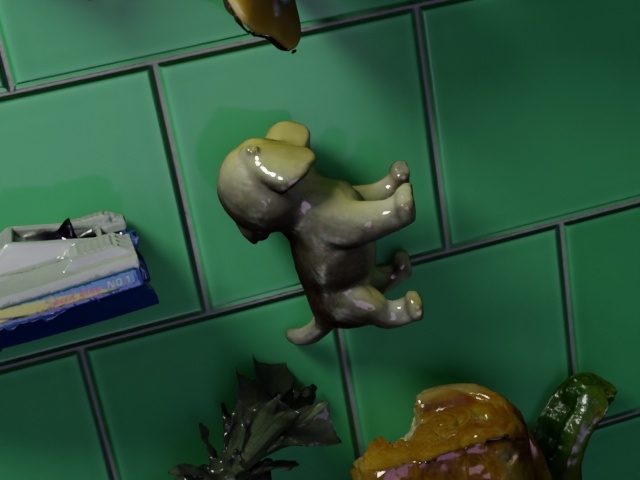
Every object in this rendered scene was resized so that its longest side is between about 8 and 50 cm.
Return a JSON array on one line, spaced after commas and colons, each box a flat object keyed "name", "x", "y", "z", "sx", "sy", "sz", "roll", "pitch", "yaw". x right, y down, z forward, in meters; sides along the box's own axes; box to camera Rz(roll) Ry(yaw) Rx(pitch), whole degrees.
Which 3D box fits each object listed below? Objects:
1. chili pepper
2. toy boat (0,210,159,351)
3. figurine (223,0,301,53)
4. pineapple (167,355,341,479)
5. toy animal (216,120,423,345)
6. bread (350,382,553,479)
[{"name": "chili pepper", "x": 0.257, "y": 0.241, "z": 1.213, "sx": 0.073, "sy": 0.072, "sz": 0.204, "roll": 14, "pitch": 107, "yaw": -10}, {"name": "toy boat", "x": -0.294, "y": 0.047, "z": 0.958, "sx": 0.295, "sy": 0.129, "sz": 0.088, "roll": -16, "pitch": 112, "yaw": -10}, {"name": "figurine", "x": 0.035, "y": -0.290, "z": 0.896, "sx": 0.257, "sy": 0.208, "sz": 0.181, "roll": -25, "pitch": 73, "yaw": 22}, {"name": "pineapple", "x": -0.097, "y": 0.251, "z": 1.094, "sx": 0.130, "sy": 0.119, "sz": 0.277, "roll": 34, "pitch": 94, "yaw": -4}, {"name": "toy animal", "x": 0.010, "y": -0.011, "z": 1.039, "sx": 0.168, "sy": 0.121, "sz": 0.233, "roll": -17, "pitch": 123, "yaw": 7}, {"name": "bread", "x": 0.157, "y": 0.312, "z": 1.164, "sx": 0.195, "sy": 0.149, "sz": 0.344, "roll": -17, "pitch": 111, "yaw": 1}]
